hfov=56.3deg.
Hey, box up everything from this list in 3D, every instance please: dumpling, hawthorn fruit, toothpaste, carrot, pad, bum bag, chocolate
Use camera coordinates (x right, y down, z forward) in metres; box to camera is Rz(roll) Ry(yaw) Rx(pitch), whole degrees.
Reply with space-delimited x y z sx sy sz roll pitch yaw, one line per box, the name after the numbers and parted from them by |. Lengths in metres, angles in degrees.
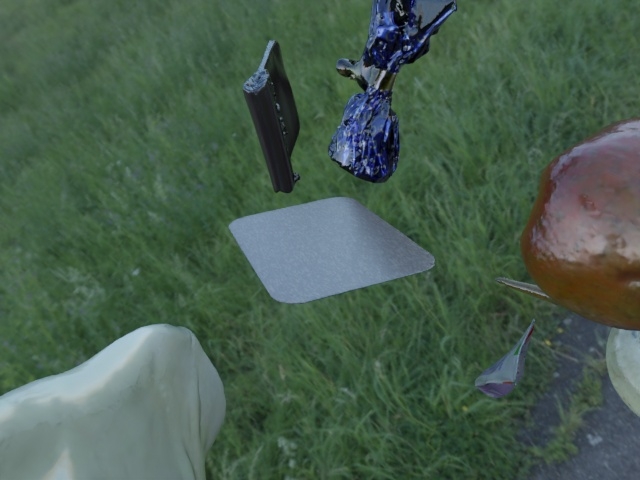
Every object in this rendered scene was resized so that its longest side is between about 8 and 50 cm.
-0.128 0.169 0.368 0.243 0.187 0.318 -56 -15 -24 | dumpling
0.417 -0.002 0.743 0.277 0.277 0.298 -46 38 -7 | hawthorn fruit
0.255 0.179 0.824 0.075 0.048 0.301 -40 -22 -6 | toothpaste
0.534 0.127 1.406 0.254 0.049 0.049 17 57 29 | carrot
0.000 0.000 0.689 0.176 0.002 0.266 -14 24 -15 | pad
-0.039 -0.127 0.588 0.026 0.109 0.159 -9 33 11 | bum bag
0.097 -0.262 0.907 0.126 0.148 0.344 -45 -26 -63 | chocolate

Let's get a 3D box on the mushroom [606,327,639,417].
0.661 0.176 1.074 0.315 0.356 0.315 -26 -21 -11 | mushroom
